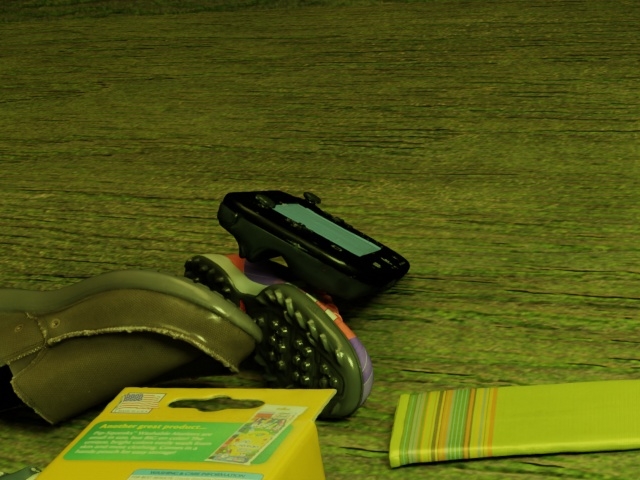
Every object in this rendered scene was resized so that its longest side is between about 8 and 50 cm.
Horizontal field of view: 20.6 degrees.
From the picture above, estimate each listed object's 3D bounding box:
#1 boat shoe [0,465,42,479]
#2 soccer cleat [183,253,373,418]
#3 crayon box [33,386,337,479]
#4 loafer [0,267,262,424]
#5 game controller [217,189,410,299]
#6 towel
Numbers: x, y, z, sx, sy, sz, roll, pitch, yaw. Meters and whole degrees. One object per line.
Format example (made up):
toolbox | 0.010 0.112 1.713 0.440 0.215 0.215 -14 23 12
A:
boat shoe | -0.292 0.239 1.352 0.079 0.095 0.254 3 22 30
soccer cleat | -0.020 0.079 1.663 0.116 0.109 0.318 -4 16 -29
crayon box | -0.126 0.219 1.343 0.203 0.083 0.323 -2 22 23
loafer | -0.215 0.116 1.641 0.366 0.134 0.130 -7 59 34
game controller | 0.000 0.000 1.730 0.166 0.067 0.319 20 6 8
towel | 0.177 0.154 1.472 0.237 0.021 0.102 -5 26 12
